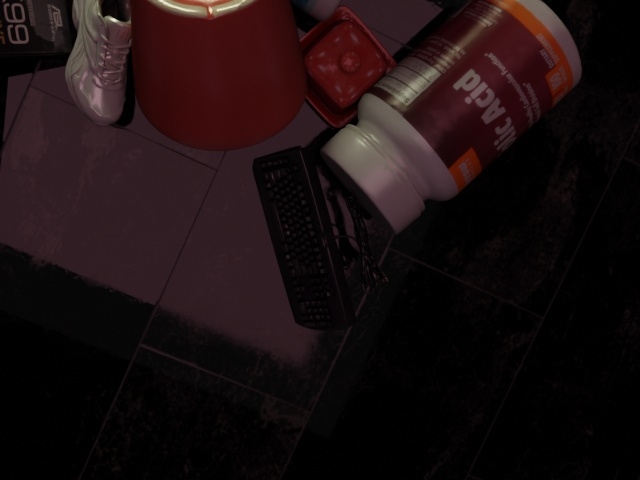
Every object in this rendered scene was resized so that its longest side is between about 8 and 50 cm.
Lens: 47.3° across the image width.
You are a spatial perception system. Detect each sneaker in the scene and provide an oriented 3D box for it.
[{"bbox_3d":[-0.329,-0.294,1.119,0.090,0.115,0.232,-3,91,-41],"label":"sneaker"}]

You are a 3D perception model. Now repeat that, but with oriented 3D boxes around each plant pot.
[{"bbox_3d":[-0.153,-0.307,1.059,0.275,0.243,0.275,1,61,-2],"label":"plant pot"}]

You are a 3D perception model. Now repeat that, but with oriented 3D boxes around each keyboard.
[{"bbox_3d":[0.000,0.000,1.229,0.201,0.033,0.317,-10,102,31],"label":"keyboard"}]

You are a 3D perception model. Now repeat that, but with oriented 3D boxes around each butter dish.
[{"bbox_3d":[0.040,-0.290,1.205,0.160,0.118,0.160,-42,101,0],"label":"butter dish"}]

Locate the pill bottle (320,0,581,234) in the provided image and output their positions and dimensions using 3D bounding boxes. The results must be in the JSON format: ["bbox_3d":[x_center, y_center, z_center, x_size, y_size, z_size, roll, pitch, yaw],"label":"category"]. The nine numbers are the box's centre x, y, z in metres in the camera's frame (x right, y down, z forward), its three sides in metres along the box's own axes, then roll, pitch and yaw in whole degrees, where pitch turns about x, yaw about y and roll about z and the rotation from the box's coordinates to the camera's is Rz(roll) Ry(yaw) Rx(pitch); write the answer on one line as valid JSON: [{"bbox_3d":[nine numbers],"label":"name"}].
[{"bbox_3d":[0.203,-0.207,1.185,0.392,0.224,0.224,-43,101,-1],"label":"pill bottle"}]

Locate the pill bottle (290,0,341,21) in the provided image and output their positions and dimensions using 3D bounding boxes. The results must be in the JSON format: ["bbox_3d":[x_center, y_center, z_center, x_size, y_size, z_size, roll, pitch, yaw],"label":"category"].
[{"bbox_3d":[-0.066,-0.474,1.152,0.264,0.146,0.146,30,92,-11],"label":"pill bottle"}]

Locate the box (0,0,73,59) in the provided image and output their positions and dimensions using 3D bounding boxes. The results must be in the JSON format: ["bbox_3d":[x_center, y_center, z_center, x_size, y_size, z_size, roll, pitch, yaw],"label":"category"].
[{"bbox_3d":[-0.516,-0.421,1.074,0.242,0.076,0.307,-13,100,-40],"label":"box"}]

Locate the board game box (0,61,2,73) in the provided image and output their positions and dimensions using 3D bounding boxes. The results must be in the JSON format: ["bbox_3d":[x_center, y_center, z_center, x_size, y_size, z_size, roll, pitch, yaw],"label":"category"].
[{"bbox_3d":[-0.602,-0.237,1.160,0.165,0.042,0.243,6,96,-9],"label":"board game box"}]
